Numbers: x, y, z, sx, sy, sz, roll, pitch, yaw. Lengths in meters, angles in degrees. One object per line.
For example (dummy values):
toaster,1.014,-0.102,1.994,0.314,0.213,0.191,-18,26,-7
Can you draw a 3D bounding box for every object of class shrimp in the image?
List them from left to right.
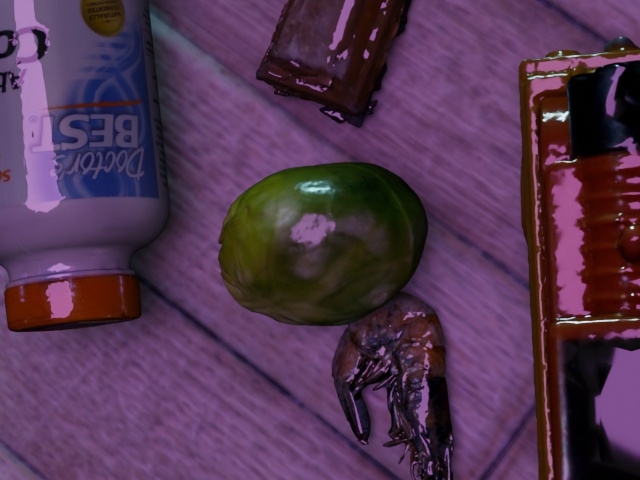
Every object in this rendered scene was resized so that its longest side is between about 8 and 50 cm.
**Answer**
shrimp,0.056,0.120,1.147,0.091,0.034,0.161,-15,76,24

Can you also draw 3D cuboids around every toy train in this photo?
toy train,0.210,0.045,1.011,0.163,0.231,0.369,-3,84,12

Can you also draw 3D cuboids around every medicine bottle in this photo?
medicine bottle,-0.194,-0.080,1.152,0.157,0.157,0.289,-8,84,12

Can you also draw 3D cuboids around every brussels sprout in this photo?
brussels sprout,0.001,0.004,1.110,0.155,0.155,0.118,-25,82,10

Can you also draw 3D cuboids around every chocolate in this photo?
chocolate,0.045,-0.251,1.156,0.102,0.065,0.329,21,93,13
